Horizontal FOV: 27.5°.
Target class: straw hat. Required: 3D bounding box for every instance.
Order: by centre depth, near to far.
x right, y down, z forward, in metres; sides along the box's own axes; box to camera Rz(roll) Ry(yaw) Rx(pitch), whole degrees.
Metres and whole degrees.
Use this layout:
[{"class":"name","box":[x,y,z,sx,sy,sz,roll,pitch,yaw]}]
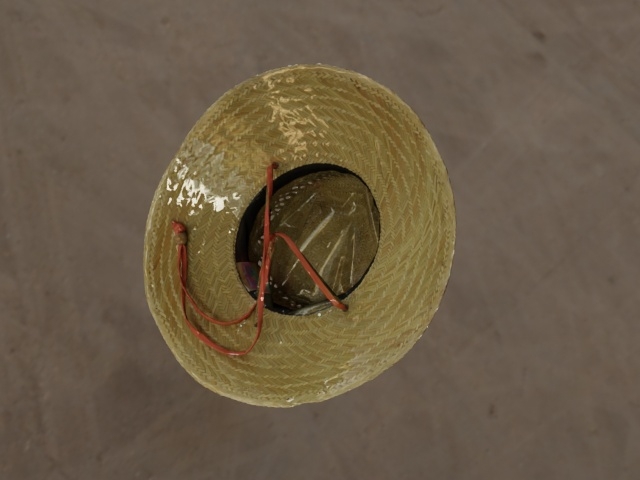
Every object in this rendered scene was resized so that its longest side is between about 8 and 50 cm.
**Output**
[{"class":"straw hat","box":[0.000,0.000,0.550,0.144,0.144,0.061,56,20,19]}]
